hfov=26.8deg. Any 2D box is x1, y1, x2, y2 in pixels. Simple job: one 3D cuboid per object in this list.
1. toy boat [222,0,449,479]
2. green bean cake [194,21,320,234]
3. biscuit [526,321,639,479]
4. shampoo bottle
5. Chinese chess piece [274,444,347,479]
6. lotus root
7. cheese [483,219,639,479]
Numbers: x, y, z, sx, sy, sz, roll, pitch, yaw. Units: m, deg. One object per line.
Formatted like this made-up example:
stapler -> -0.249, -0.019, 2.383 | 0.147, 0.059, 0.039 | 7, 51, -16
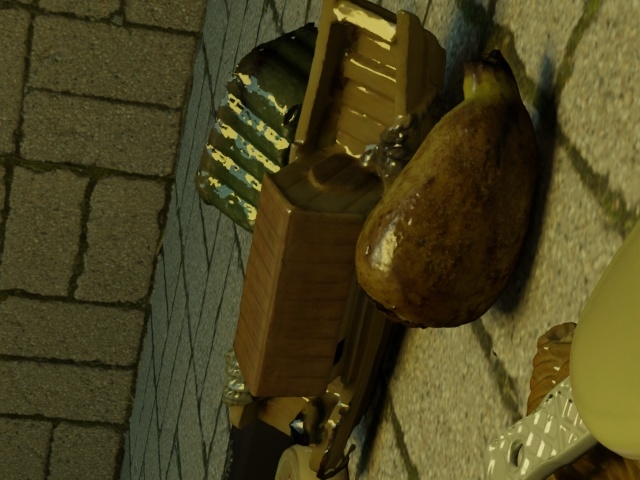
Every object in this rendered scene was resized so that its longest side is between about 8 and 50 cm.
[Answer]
toy boat -> 0.000, 0.000, 1.091 | 0.162, 0.136, 0.445 | -32, -37, -50
green bean cake -> -0.009, -0.100, 1.201 | 0.094, 0.173, 0.181 | 42, 136, 21
biscuit -> 0.151, 0.124, 0.691 | 0.228, 0.031, 0.176 | -164, 80, -77
shampoo bottle -> -0.068, 0.240, 1.496 | 0.098, 0.071, 0.309 | -109, 27, -57
Chinese chess piece -> -0.011, 0.254, 1.280 | 0.122, 0.051, 0.122 | -173, 90, -77
lotus root -> 0.091, -0.029, 0.880 | 0.094, 0.108, 0.190 | 39, 111, 44
cheese -> 0.143, 0.065, 0.627 | 0.251, 0.054, 0.127 | 128, 149, -47
